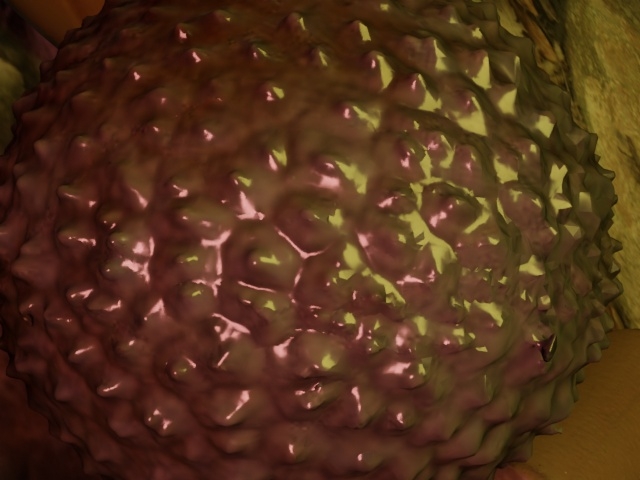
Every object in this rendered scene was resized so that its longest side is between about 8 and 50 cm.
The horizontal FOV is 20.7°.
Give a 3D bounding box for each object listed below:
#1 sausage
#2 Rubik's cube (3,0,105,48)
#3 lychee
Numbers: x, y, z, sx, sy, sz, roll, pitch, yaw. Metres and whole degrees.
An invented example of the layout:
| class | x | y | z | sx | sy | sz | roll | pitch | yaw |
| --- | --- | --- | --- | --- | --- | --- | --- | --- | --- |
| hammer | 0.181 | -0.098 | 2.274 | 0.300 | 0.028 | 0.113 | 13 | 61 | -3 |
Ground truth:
| class | x | y | z | sx | sy | sz | roll | pitch | yaw |
| --- | --- | --- | --- | --- | --- | --- | --- | --- | --- |
| sausage | 0.142 | 0.140 | 1.030 | 0.123 | 0.123 | 0.253 | 59 | 30 | 1 |
| Rubik's cube | -0.052 | -0.325 | 0.940 | 0.352 | 0.347 | 0.351 | 44 | 32 | -23 |
| lychee | -0.001 | -0.005 | 0.794 | 0.300 | 0.300 | 0.300 | 37 | 36 | -33 |
